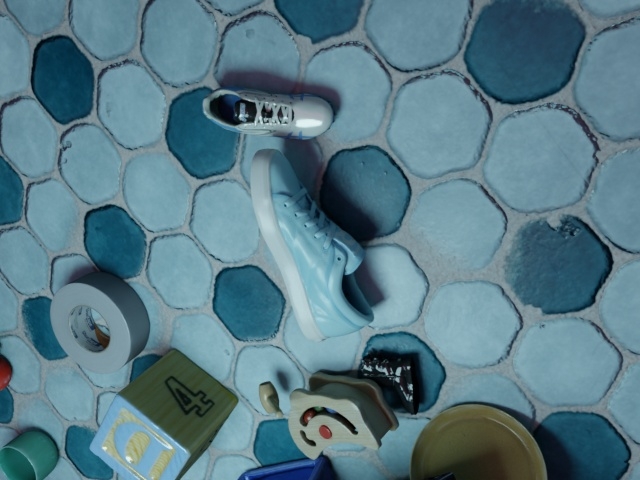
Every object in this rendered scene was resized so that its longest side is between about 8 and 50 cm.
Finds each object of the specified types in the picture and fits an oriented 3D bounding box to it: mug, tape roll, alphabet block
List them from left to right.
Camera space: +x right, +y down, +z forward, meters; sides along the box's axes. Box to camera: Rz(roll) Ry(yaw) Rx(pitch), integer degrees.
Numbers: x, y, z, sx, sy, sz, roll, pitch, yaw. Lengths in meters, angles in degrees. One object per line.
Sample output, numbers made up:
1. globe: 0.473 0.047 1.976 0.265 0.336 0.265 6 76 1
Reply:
1. mug: -0.760 0.555 1.638 0.158 0.097 0.129 24 117 15
2. tape roll: -0.490 0.182 1.401 0.219 0.072 0.219 8 112 21
3. alphabet block: -0.327 0.387 1.333 0.193 0.197 0.192 38 118 7

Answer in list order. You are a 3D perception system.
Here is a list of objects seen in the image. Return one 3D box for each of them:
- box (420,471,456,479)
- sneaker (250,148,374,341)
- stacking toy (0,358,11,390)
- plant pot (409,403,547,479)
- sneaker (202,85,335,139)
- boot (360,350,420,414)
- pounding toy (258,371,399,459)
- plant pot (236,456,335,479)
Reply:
1. box: 0.136 0.579 1.048 0.294 0.183 0.296 -39 69 45
2. sneaker: 0.000 0.000 1.101 0.150 0.135 0.365 -13 111 19
3. stacking toy: -0.874 0.234 1.560 0.141 0.141 0.330 -10 109 26
4. plant pot: 0.276 0.411 1.114 0.236 0.032 0.236 -7 71 21
5. sneaker: -0.092 -0.215 1.078 0.237 0.086 0.085 9 110 19
6. boot: 0.130 0.266 1.178 0.099 0.045 0.121 -4 104 25
7. pounding toy: -0.004 0.354 1.191 0.270 0.155 0.154 -2 108 38
8. plant pot: -0.075 0.614 1.291 0.236 0.236 0.212 -22 105 28
